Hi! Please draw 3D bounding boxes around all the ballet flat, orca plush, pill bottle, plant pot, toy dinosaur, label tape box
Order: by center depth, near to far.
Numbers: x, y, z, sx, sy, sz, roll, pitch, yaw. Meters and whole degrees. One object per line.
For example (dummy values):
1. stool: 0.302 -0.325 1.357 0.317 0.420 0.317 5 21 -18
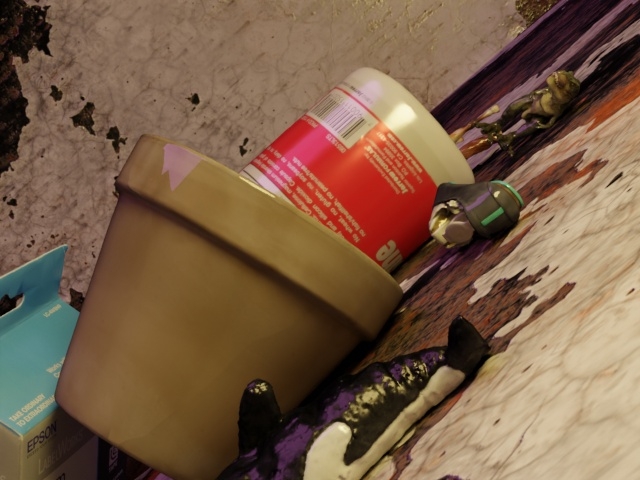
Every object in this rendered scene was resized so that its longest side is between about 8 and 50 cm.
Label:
1. orca plush: -0.011 0.140 0.872 0.287 0.102 0.151 -40 5 12
2. plant pot: -0.120 0.091 1.238 0.280 0.323 0.323 -59 7 -6
3. ballet flat: 0.151 -0.026 1.282 0.074 0.074 0.203 -42 7 -9
4. label tape box: -0.309 0.208 1.317 0.249 0.115 0.347 -41 -38 -66
5. pill bottle: -0.020 -0.011 1.529 0.408 0.229 0.229 -42 5 -4
6. toy dinosaur: 0.279 -0.170 1.623 0.118 0.064 0.268 -35 2 -2

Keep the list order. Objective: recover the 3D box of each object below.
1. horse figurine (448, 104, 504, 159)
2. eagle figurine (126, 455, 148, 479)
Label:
1. horse figurine: 0.191 -0.121 1.816 0.174 0.066 0.263 -37 1 -15
2. eagle figurine: -0.386 0.254 1.637 0.225 0.298 0.226 -52 -12 30
